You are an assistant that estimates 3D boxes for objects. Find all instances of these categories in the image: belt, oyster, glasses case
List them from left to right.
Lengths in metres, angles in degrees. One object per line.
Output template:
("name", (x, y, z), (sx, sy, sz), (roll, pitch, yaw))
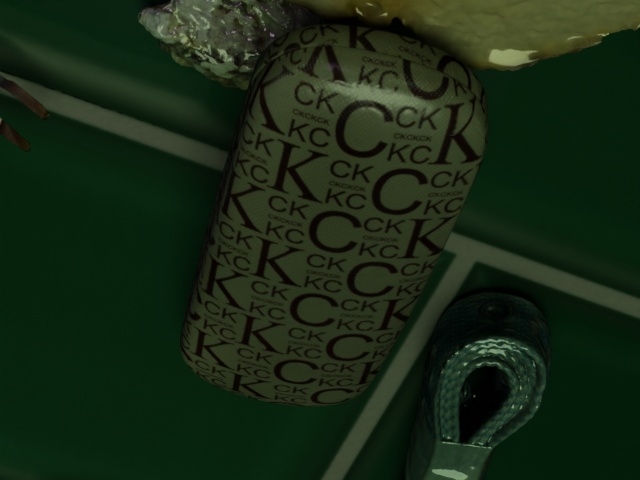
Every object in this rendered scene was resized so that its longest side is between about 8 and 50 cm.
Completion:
("oyster", (-0.044, -0.128, 0.984), (0.100, 0.037, 0.098), (-32, 121, 18))
("glasses case", (0.000, 0.000, 0.995), (0.137, 0.085, 0.354), (12, 145, -7))
("belt", (0.098, 0.172, 1.178), (0.087, 0.072, 0.302), (8, 124, -6))

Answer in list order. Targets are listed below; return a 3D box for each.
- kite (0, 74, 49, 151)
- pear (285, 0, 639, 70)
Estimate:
("kite", (-0.273, -0.114, 0.968), (0.229, 0.016, 0.127), (39, 101, -17))
("pear", (0.091, -0.269, 0.780), (0.340, 0.191, 0.386), (16, 149, -17))
